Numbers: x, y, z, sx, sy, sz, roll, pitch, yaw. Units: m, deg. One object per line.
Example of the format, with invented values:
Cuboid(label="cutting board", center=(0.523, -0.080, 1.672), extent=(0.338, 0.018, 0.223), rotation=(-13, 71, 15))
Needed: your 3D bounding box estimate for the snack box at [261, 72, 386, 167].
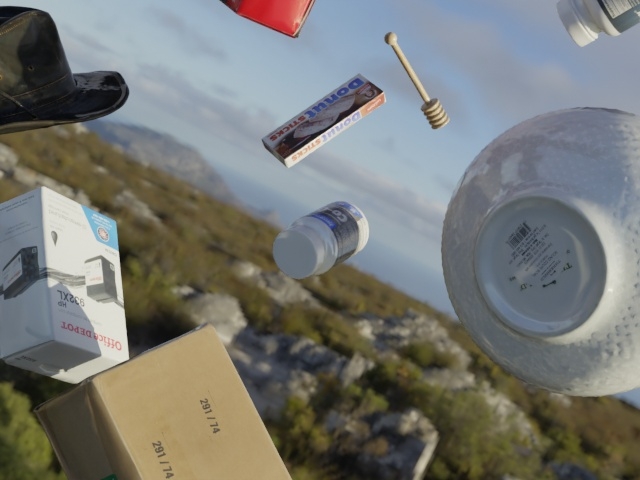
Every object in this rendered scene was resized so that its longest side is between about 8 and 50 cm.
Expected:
Cuboid(label="snack box", center=(0.005, -0.172, 1.623), extent=(0.064, 0.178, 0.022), rotation=(43, -18, 41))

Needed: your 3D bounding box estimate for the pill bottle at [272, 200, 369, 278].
Cuboid(label="pill bottle", center=(0.000, 0.000, 1.459), extent=(0.078, 0.078, 0.137), rotation=(27, 26, 19))

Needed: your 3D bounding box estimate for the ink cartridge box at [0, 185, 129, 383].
Cuboid(label="ink cartridge box", center=(-0.482, 0.087, 2.110), extent=(0.129, 0.307, 0.223), rotation=(-20, -26, 22))

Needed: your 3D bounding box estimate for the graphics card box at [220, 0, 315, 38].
Cuboid(label="graphics card box", center=(-0.083, -0.418, 1.421), extent=(0.094, 0.232, 0.371), rotation=(17, 17, -30))

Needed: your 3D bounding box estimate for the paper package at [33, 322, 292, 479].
Cuboid(label="paper package", center=(-0.247, 0.339, 1.831), extent=(0.309, 0.168, 0.324), rotation=(-22, 83, -52))

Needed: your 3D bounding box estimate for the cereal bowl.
Cuboid(label="cereal bowl", center=(0.275, 0.020, 1.273), extent=(0.339, 0.338, 0.141), rotation=(28, 24, 30))

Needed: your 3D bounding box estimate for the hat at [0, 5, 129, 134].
Cuboid(label="hat", center=(-0.424, -0.233, 1.482), extent=(0.331, 0.133, 0.331), rotation=(-4, 21, 1))

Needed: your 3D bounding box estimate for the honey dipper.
Cuboid(label="honey dipper", center=(0.137, -0.232, 1.630), extent=(0.160, 0.030, 0.030), rotation=(57, -11, -24))

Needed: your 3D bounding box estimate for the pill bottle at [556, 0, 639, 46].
Cuboid(label="pill bottle", center=(0.462, -0.378, 1.746), extent=(0.108, 0.180, 0.108), rotation=(41, 33, -34))
